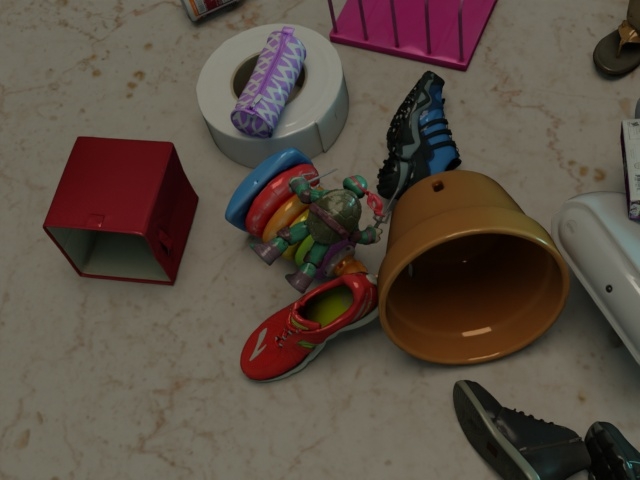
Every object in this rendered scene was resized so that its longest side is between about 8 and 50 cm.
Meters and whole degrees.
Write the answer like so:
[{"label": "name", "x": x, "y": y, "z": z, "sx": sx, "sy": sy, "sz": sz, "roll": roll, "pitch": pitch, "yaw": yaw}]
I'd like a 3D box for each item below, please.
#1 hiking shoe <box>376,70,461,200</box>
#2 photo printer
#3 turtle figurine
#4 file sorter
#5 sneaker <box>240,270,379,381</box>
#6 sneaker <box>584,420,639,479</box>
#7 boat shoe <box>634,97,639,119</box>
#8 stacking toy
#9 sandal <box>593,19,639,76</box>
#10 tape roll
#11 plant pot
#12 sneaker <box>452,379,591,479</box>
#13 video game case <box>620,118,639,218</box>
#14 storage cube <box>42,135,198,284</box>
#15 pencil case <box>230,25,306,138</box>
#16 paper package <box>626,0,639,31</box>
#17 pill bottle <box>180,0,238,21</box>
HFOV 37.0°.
[{"label": "hiking shoe", "x": 0.192, "y": -0.174, "z": 1.734, "sx": 0.132, "sy": 0.113, "sz": 0.304, "roll": 25, "pitch": 56, "yaw": -10}, {"label": "photo printer", "x": 0.504, "y": 0.050, "z": 1.458, "sx": 0.256, "sy": 0.107, "sz": 0.307, "roll": 2, "pitch": 47, "yaw": -39}, {"label": "turtle figurine", "x": 0.009, "y": -0.036, "z": 1.528, "sx": 0.175, "sy": 0.118, "sz": 0.234, "roll": 43, "pitch": 90, "yaw": 2}, {"label": "file sorter", "x": 0.176, "y": -0.492, "z": 1.858, "sx": 0.290, "sy": 0.182, "sz": 0.202, "roll": 17, "pitch": 64, "yaw": 19}, {"label": "sneaker", "x": -0.031, "y": 0.130, "z": 1.537, "sx": 0.279, "sy": 0.118, "sz": 0.107, "roll": -37, "pitch": 70, "yaw": 15}, {"label": "sneaker", "x": 0.476, "y": 0.373, "z": 1.364, "sx": 0.106, "sy": 0.101, "sz": 0.267, "roll": -13, "pitch": 55, "yaw": -23}, {"label": "boat shoe", "x": 0.633, "y": -0.161, "z": 1.633, "sx": 0.084, "sy": 0.095, "sz": 0.258, "roll": -9, "pitch": 48, "yaw": -17}, {"label": "stacking toy", "x": 0.000, "y": 0.000, "z": 1.635, "sx": 0.175, "sy": 0.166, "sz": 0.302, "roll": -46, "pitch": 73, "yaw": 3}, {"label": "sandal", "x": 0.600, "y": -0.388, "z": 1.790, "sx": 0.219, "sy": 0.060, "sz": 0.090, "roll": -32, "pitch": 59, "yaw": -9}, {"label": "tape roll", "x": -0.089, "y": -0.277, "z": 1.830, "sx": 0.286, "sy": 0.100, "sz": 0.286, "roll": -4, "pitch": 59, "yaw": 7}, {"label": "plant pot", "x": 0.224, "y": 0.027, "z": 1.509, "sx": 0.291, "sy": 0.291, "sz": 0.203, "roll": -11, "pitch": 41, "yaw": 4}, {"label": "sneaker", "x": 0.300, "y": 0.288, "z": 1.452, "sx": 0.118, "sy": 0.083, "sz": 0.222, "roll": -19, "pitch": 49, "yaw": -23}, {"label": "video game case", "x": 0.578, "y": -0.113, "z": 1.476, "sx": 0.210, "sy": 0.042, "sz": 0.232, "roll": 1, "pitch": 38, "yaw": 12}, {"label": "storage cube", "x": -0.348, "y": -0.053, "z": 1.696, "sx": 0.215, "sy": 0.184, "sz": 0.193, "roll": 5, "pitch": 61, "yaw": 14}, {"label": "pencil case", "x": -0.094, "y": -0.282, "z": 1.723, "sx": 0.086, "sy": 0.088, "sz": 0.206, "roll": 13, "pitch": 62, "yaw": 15}, {"label": "paper package", "x": 0.764, "y": -0.433, "z": 1.691, "sx": 0.325, "sy": 0.168, "sz": 0.309, "roll": -29, "pitch": 59, "yaw": -20}, {"label": "pill bottle", "x": -0.220, "y": -0.528, "z": 2.009, "sx": 0.152, "sy": 0.086, "sz": 0.086, "roll": -26, "pitch": 59, "yaw": -6}]
